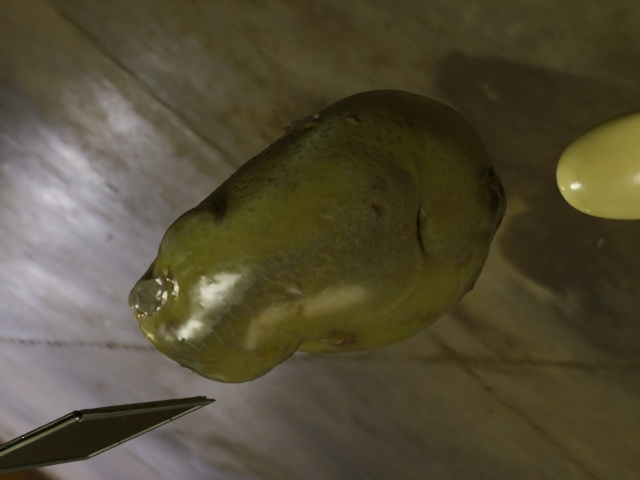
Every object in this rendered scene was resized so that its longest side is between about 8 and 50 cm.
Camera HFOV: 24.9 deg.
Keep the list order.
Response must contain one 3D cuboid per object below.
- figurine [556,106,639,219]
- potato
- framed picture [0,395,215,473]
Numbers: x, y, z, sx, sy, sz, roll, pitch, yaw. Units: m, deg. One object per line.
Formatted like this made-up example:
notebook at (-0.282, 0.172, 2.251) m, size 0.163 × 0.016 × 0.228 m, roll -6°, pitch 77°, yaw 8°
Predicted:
figurine at (0.364, -0.081, 1.277) m, size 0.325 × 0.124 × 0.222 m, roll -11°, pitch -176°, yaw 23°
potato at (0.001, 0.004, 1.239) m, size 0.202 × 0.351 × 0.218 m, roll 59°, pitch 151°, yaw 22°
framed picture at (-0.255, 0.209, 1.549) m, size 0.197 × 0.014 × 0.252 m, roll -26°, pitch 167°, yaw 24°
